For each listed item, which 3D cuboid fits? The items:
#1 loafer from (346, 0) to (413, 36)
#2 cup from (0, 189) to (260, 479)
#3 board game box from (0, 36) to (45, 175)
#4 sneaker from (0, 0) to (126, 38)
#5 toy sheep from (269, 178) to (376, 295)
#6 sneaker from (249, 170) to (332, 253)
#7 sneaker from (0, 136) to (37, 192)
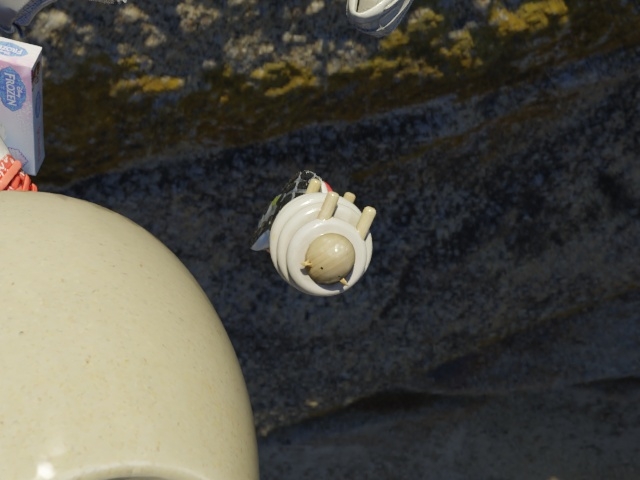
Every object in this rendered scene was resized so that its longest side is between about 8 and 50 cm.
[{"bbox_3d":[0.134,-0.446,1.210,0.112,0.111,0.319,27,98,12],"label":"loafer"},{"bbox_3d":[-0.167,0.156,0.518,0.331,0.237,0.331,-11,111,-29],"label":"cup"},{"bbox_3d":[-0.717,-0.287,1.679,0.318,0.065,0.318,13,142,-6],"label":"board game box"},{"bbox_3d":[-0.309,-0.225,0.755,0.281,0.105,0.115,-9,126,12],"label":"sneaker"},{"bbox_3d":[0.000,0.000,0.684,0.091,0.132,0.091,-2,103,-9],"label":"toy sheep"},{"bbox_3d":[-0.021,-0.031,1.370,0.118,0.107,0.279,23,163,-15],"label":"sneaker"},{"bbox_3d":[-0.304,-0.022,0.896,0.145,0.090,0.270,10,129,7],"label":"sneaker"}]
